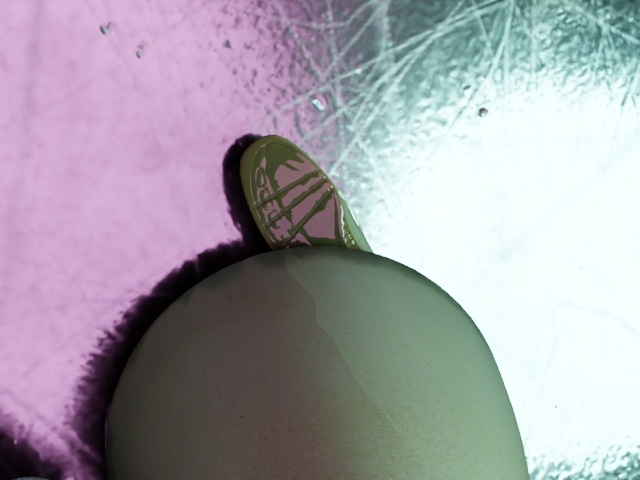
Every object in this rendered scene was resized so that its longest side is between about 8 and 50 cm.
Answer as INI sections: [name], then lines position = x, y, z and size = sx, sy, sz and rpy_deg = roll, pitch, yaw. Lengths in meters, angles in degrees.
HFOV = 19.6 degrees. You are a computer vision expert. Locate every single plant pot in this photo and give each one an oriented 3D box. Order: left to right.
[plant pot]
position = 0.016, 0.163, 1.034
size = 0.256, 0.274, 0.257
rpy_deg = -3, 106, -9

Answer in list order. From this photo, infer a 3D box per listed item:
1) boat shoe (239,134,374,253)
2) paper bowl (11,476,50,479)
[boat shoe]
position = 0.002, -0.001, 1.168
size = 0.056, 0.048, 0.153
rpy_deg = -40, 98, 1
[paper bowl]
position = -0.171, 0.280, 0.975
size = 0.148, 0.284, 0.284
rpy_deg = 38, 82, -19
